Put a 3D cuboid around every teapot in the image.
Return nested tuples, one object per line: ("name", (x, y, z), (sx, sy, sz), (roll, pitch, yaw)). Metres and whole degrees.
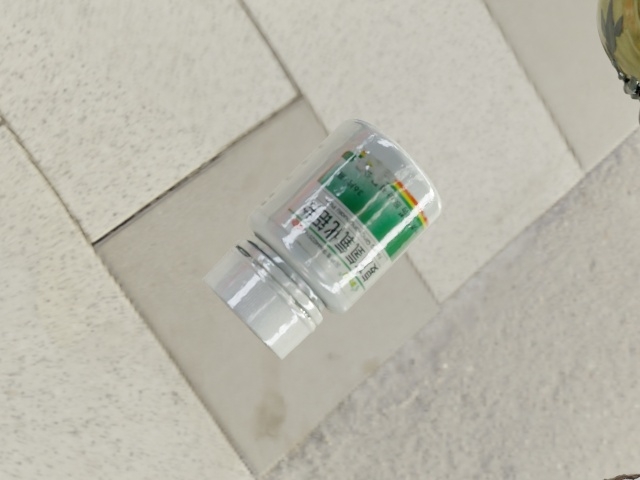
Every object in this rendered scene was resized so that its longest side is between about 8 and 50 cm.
("teapot", (0.365, -0.245, 1.040), (0.173, 0.182, 0.270), (10, 95, 4))

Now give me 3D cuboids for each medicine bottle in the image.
("medicine bottle", (0.000, 0.000, 0.592), (0.130, 0.080, 0.080), (-45, 105, -8))

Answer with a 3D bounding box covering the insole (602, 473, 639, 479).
("insole", (0.094, 0.220, 0.383), (0.111, 0.007, 0.328), (20, 49, 17))
